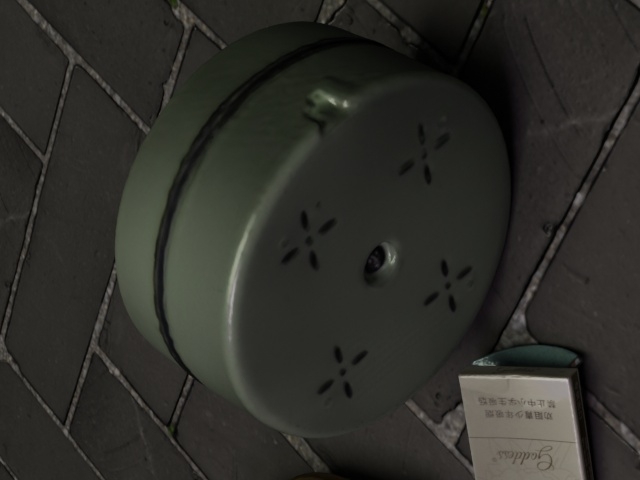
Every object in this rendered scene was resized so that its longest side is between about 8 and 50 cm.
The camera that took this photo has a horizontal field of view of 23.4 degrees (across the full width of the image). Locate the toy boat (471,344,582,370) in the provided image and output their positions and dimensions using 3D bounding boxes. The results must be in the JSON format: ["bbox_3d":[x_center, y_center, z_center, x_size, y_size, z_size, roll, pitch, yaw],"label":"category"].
[{"bbox_3d":[0.191,0.124,1.401,0.096,0.034,0.122,51,126,17],"label":"toy boat"}]

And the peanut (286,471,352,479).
[{"bbox_3d":[0.015,0.321,1.580,0.325,0.140,0.153,-3,118,50],"label":"peanut"}]

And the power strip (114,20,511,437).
[{"bbox_3d":[0.000,0.000,1.335,0.161,0.357,0.357,29,123,40],"label":"power strip"}]

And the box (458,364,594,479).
[{"bbox_3d":[0.191,0.207,1.393,0.109,0.029,0.198,-1,109,30],"label":"box"}]
